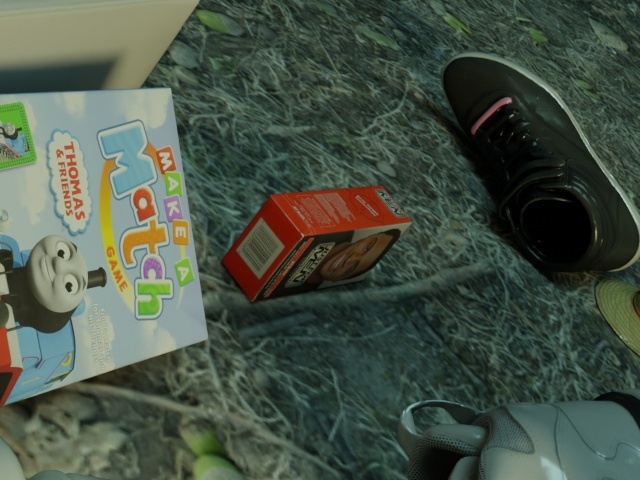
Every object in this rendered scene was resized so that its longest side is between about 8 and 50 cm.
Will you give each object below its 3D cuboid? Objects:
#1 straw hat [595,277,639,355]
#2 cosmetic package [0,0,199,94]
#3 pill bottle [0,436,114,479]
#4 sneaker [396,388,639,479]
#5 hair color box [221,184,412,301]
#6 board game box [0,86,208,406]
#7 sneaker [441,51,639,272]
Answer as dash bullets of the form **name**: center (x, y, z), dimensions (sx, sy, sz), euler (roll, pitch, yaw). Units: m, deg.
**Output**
- **straw hat**: center (0.355, 0.070, 1.165), dimensions (0.144, 0.061, 0.144), euler (28, 31, -19)
- **cosmetic package**: center (-0.275, -0.143, 0.651), dimensions (0.217, 0.156, 0.385), euler (47, 29, 12)
- **pill bottle**: center (-0.175, 0.125, 0.414), dimensions (0.229, 0.131, 0.131), euler (18, 36, -34)
- **sneaker**: center (0.156, 0.243, 0.638), dimensions (0.210, 0.137, 0.366), euler (9, 48, -25)
- **hair color box**: center (0.000, 0.000, 0.847), dimensions (0.141, 0.072, 0.043), euler (-10, 54, -53)
- **board game box**: center (-0.152, -0.001, 0.622), dimensions (0.211, 0.039, 0.160), euler (-15, 98, -56)
- **sneaker**: center (0.212, -0.085, 1.169), dimensions (0.296, 0.104, 0.147), euler (53, 26, 14)
